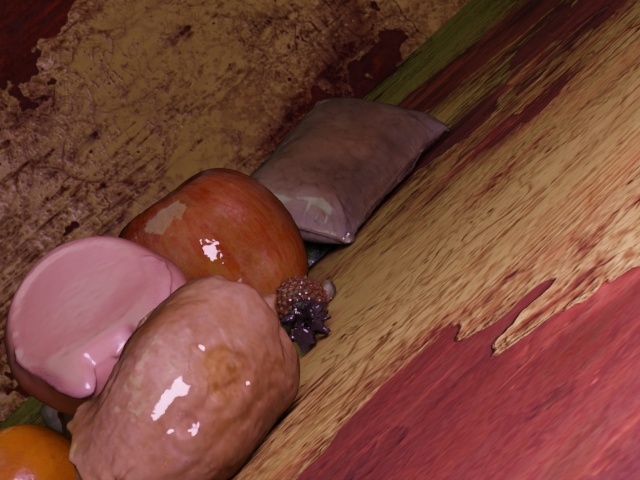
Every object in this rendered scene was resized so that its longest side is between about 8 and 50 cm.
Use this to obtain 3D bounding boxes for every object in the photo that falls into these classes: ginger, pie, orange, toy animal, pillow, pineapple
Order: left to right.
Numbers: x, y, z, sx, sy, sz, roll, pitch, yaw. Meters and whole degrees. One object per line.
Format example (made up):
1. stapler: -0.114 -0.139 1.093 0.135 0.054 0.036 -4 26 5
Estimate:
1. orange: -0.270 0.243 1.709 0.159 0.136 0.159 -41 -1 -1
2. toy animal: -0.167 0.107 1.740 0.195 0.256 0.213 -38 50 -8
3. ginger: -0.107 0.124 1.518 0.267 0.138 0.152 -44 17 -25
4. pie: -0.017 0.069 1.932 0.084 0.020 0.084 -41 5 5
5. pineapple: -0.011 0.072 1.787 0.058 0.058 0.124 -41 20 4
6. pillow: 0.020 -0.091 2.308 0.185 0.075 0.302 12 35 24

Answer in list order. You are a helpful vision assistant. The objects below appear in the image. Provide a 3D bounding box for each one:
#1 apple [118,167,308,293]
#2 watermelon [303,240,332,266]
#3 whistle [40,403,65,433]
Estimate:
1. apple: -0.120 0.027 2.099 0.211 0.188 0.211 -37 7 6
2. watermelon: -0.003 -0.007 2.302 0.101 0.080 0.155 -2 17 16
3. whistle: -0.305 0.191 2.671 0.258 0.067 0.126 -35 9 31
